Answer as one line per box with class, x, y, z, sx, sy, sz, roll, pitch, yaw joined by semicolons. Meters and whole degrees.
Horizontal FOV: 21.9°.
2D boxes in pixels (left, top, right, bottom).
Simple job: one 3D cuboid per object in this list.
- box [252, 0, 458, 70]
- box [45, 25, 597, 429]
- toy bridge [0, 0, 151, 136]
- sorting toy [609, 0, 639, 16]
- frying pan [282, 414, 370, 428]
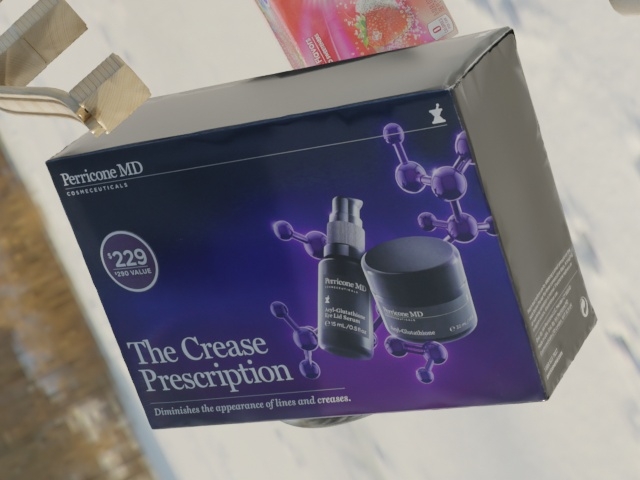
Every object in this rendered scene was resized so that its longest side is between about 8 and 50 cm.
box;-0.014;-0.297;1.583;0.300;0.154;0.142;61;176;-20
box;0.000;0.000;0.935;0.103;0.261;0.184;-42;-61;-55
toy bridge;-0.148;-0.096;0.835;0.026;0.063;0.188;50;177;-41
sorting toy;0.245;-0.224;0.943;0.038;0.208;0.193;33;-179;-11
frying pan;0.051;0.072;1.330;0.053;0.197;0.326;66;156;22
